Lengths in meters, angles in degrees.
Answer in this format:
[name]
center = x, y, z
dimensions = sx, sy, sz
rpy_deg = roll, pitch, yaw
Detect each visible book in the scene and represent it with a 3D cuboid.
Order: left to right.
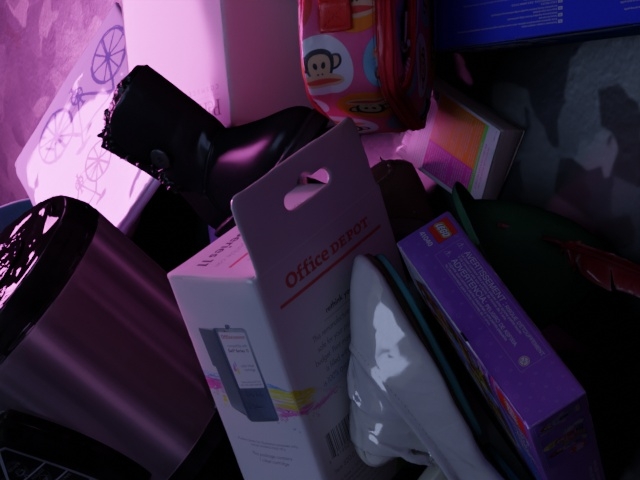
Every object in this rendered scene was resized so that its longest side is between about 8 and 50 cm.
[book]
center = 0.140, -0.103, 1.272
dimensions = 0.144, 0.035, 0.096
rpy_deg = 42, 125, 42

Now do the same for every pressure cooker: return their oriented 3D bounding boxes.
[pressure cooker]
center = -0.274, 0.196, 1.496
dimensions = 0.375, 0.420, 0.370
rpy_deg = -50, 22, -11

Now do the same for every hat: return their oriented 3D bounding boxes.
[hat]
center = 0.250, -0.003, 1.127
dimensions = 0.184, 0.173, 0.208
rpy_deg = -28, 90, 14

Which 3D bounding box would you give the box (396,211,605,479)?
[box]
center = 0.170, 0.124, 1.086
dimensions = 0.057, 0.293, 0.201
rpy_deg = -32, 59, -1

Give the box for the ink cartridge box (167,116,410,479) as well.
[ink cartridge box]
center = -0.015, 0.077, 1.189
dimensions = 0.119, 0.207, 0.353
rpy_deg = 1, 117, 40

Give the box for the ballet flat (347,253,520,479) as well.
[ballet flat]
center = 0.108, 0.204, 1.129
dimensions = 0.139, 0.139, 0.400
rpy_deg = -21, 105, 50

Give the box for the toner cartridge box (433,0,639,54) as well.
[toner cartridge box]
center = 0.247, -0.265, 1.091
dimensions = 0.348, 0.075, 0.165
rpy_deg = 3, 97, 51

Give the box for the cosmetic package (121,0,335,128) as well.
[cosmetic package]
center = -0.126, -0.345, 1.477
dimensions = 0.230, 0.162, 0.453
rpy_deg = -8, 87, 51

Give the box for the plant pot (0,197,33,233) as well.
[plant pot]
center = -0.416, 0.103, 1.817
dimensions = 0.290, 0.290, 0.195
rpy_deg = 46, 159, 39

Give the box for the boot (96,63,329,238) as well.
[boot]
center = -0.126, -0.115, 1.297
dimensions = 0.207, 0.094, 0.246
rpy_deg = 38, 144, -5

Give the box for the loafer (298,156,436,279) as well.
[loafer]
center = 0.000, 0.000, 1.398
dimensions = 0.366, 0.134, 0.130
rpy_deg = -17, 59, 43

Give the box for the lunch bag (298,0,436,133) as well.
[lunch bag]
center = 0.041, -0.263, 1.181
dimensions = 0.120, 0.258, 0.293
rpy_deg = -2, 81, 15

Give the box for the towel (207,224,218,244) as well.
[towel]
center = -0.125, -0.053, 1.602
dimensions = 0.067, 0.029, 0.119
rpy_deg = -9, 85, 48

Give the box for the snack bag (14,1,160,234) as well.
[snack bag]
center = -0.307, -0.135, 1.732
dimensions = 0.323, 0.037, 0.342
rpy_deg = -53, 46, 19

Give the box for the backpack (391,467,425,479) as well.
[backpack]
center = 0.005, 0.376, 1.336
dimensions = 0.355, 0.273, 0.290
rpy_deg = 7, 105, 63
